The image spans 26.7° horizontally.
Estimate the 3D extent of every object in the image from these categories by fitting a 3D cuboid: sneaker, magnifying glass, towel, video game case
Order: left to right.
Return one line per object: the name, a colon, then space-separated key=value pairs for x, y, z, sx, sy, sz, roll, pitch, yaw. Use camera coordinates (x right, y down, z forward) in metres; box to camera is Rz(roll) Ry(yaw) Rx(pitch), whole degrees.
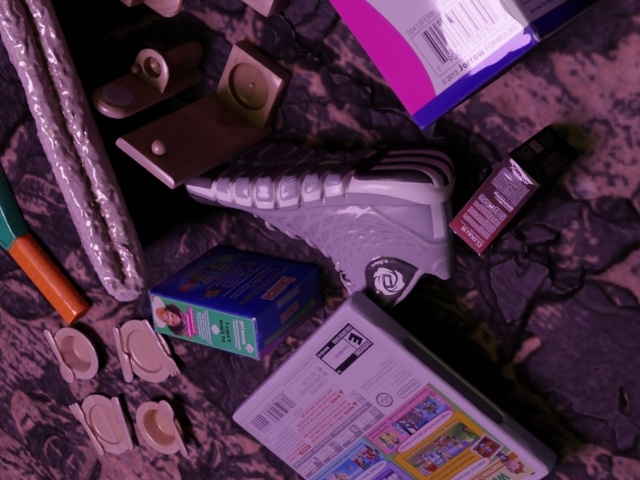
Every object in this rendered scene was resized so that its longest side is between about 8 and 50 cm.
magnifying glass: x=-0.298 y=-0.018 z=1.267 sx=0.231 sy=0.026 sz=0.092 roll=51 pitch=132 yaw=7
towel: x=-0.203 y=-0.095 z=1.066 sx=0.187 sy=0.049 sz=0.282 roll=-136 pitch=26 yaw=-75
sneaker: x=0.000 y=0.000 z=1.012 sx=0.228 sy=0.086 sz=0.132 roll=4 pitch=117 yaw=34
video game case: x=0.050 y=0.152 z=1.050 sx=0.193 sy=0.023 sz=0.212 roll=40 pitch=138 yaw=-2

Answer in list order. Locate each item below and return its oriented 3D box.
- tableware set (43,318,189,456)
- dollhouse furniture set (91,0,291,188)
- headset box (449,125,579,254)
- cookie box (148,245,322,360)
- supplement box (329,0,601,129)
tableware set: x=-0.187 y=0.141 z=1.265 sx=0.168 sy=0.020 sz=0.141 roll=-6 pitch=108 yaw=39
dollhouse furniture set: x=-0.101 y=-0.154 z=0.979 sx=0.144 sy=0.123 sz=0.151 roll=38 pitch=130 yaw=16
headset box: x=0.128 y=-0.031 z=0.912 sx=0.032 sy=0.062 sz=0.083 roll=44 pitch=130 yaw=11
cookie box: x=-0.067 y=0.048 z=1.080 sx=0.107 sy=0.092 sz=0.040 roll=11 pitch=121 yaw=33
supplement box: x=0.060 y=-0.201 z=0.843 sx=0.111 sy=0.114 sz=0.220 roll=-35 pitch=91 yaw=43
